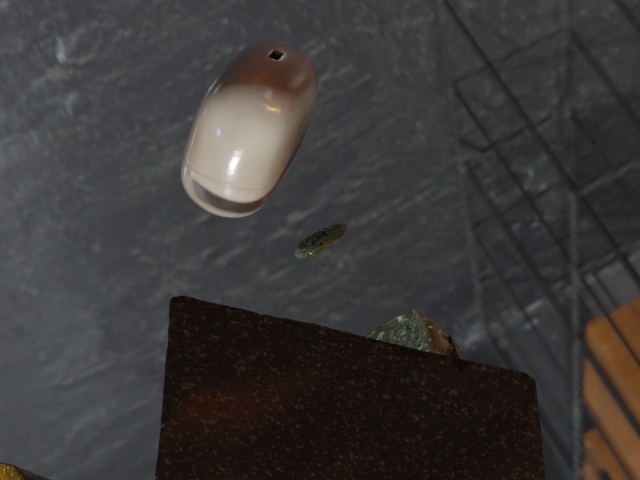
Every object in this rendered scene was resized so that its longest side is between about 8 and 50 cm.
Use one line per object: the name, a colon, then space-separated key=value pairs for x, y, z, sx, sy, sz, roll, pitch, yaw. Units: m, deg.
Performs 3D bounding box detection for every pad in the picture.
pad: x=0.032 y=0.166 z=1.131 sx=0.330 sy=0.220 sz=0.004 roll=14 pitch=141 yaw=-17

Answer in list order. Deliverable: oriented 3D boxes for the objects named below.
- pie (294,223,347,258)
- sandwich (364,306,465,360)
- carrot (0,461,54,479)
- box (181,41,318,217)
pie: x=0.001 y=0.000 z=1.993 sx=0.084 sy=0.021 sz=0.084 roll=-27 pitch=-168 yaw=6
sandwich: x=0.055 y=0.205 z=1.469 sx=0.249 sy=0.273 sz=0.095 roll=-31 pitch=116 yaw=5
carrot: x=-0.431 y=0.408 z=2.199 sx=0.114 sy=0.114 sz=0.302 roll=-31 pitch=157 yaw=2
box: x=-0.062 y=-0.101 z=1.308 sx=0.200 sy=0.088 sz=0.146 roll=-58 pitch=168 yaw=-66
